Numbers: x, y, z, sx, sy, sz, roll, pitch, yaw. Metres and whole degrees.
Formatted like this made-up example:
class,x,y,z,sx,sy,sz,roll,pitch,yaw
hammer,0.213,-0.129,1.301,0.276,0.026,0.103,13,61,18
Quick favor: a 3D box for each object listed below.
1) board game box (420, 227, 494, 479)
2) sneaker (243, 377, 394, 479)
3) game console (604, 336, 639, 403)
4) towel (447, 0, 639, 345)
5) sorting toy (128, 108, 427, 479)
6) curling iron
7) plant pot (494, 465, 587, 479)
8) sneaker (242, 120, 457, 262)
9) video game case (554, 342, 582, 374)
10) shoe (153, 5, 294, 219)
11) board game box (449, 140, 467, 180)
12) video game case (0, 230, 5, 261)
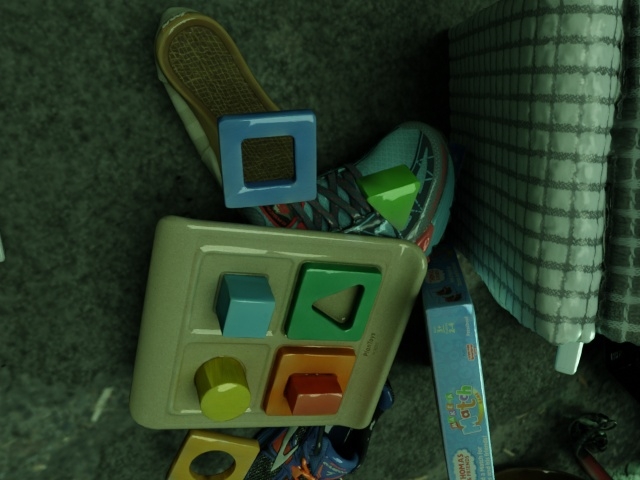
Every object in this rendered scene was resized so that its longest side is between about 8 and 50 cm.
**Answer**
class,x,y,z,sx,sy,sz,roll,pitch,yaw
board game box,0.112,0.089,0.567,0.039,0.211,0.160,-8,106,7
sneaker,-0.009,0.197,0.598,0.083,0.087,0.221,31,87,-26
game console,0.383,0.234,0.690,0.213,0.044,0.361,42,42,-18
towel,0.186,-0.067,0.519,0.121,0.283,0.235,-2,101,0
sorting toy,-0.032,0.079,0.477,0.196,0.047,0.347,7,117,-17
curling iron,0.386,0.316,0.830,0.068,0.035,0.274,-41,114,-11
plant pot,0.238,0.410,0.708,0.215,0.215,0.230,-7,120,-23
sneaker,0.000,0.000,0.514,0.262,0.104,0.125,-48,138,3
video game case,0.272,0.024,0.665,0.173,0.022,0.190,-10,111,-66
shoe,-0.065,-0.089,0.522,0.076,0.058,0.219,-35,131,-10
board game box,0.087,-0.047,0.588,0.020,0.090,0.090,15,94,-24
video game case,-0.377,-0.056,0.413,0.285,0.025,0.204,-12,105,-21
